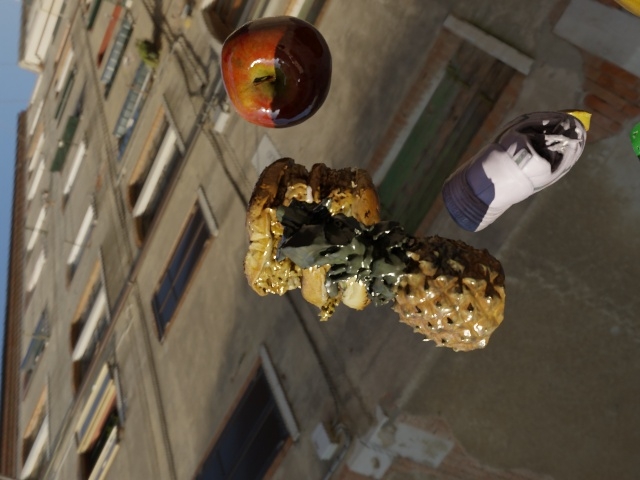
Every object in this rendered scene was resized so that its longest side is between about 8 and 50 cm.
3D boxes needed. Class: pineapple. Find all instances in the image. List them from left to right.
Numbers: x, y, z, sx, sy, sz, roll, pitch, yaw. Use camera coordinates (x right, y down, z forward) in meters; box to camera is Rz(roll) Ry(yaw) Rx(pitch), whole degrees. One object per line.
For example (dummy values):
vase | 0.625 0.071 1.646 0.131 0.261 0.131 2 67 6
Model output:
pineapple | 0.063 0.024 0.657 0.237 0.119 0.111 21 -138 0

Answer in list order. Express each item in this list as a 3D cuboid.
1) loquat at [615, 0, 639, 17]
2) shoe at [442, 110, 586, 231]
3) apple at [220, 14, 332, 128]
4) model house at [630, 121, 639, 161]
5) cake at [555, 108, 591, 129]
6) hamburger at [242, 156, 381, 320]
loquat | 0.296 -0.282 0.461 0.262 0.263 0.263 25 -159 -11
shoe | 0.254 -0.106 0.768 0.245 0.137 0.095 -33 -93 -33
apple | -0.083 -0.337 1.319 0.229 0.230 0.230 25 -159 -11
model house | 0.583 -0.126 1.048 0.088 0.117 0.167 -10 -101 -42
cake | 0.520 -0.250 1.384 0.083 0.044 0.084 1 -177 0
hamburger | -0.008 -0.001 1.081 0.211 0.261 0.245 5 -178 4
